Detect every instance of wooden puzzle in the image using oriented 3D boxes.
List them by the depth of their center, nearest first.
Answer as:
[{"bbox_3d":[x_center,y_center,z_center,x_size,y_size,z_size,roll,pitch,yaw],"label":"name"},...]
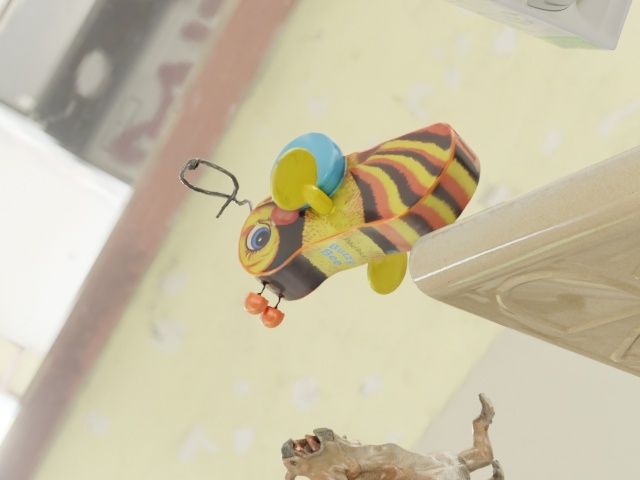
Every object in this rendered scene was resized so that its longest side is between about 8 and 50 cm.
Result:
[{"bbox_3d":[0.296,0.025,1.245,0.322,0.348,0.080,-25,47,50],"label":"wooden puzzle"}]

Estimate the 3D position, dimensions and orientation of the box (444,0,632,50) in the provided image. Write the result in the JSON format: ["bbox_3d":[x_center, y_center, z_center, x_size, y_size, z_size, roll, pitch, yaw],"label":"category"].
[{"bbox_3d":[0.219,-0.354,1.590,0.262,0.231,0.127,-70,19,1],"label":"box"}]

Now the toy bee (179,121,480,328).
[{"bbox_3d":[0.000,0.000,1.382,0.298,0.195,0.162,-26,45,50],"label":"toy bee"}]

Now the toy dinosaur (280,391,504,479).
[{"bbox_3d":[0.108,0.279,1.485,0.200,0.295,0.127,-31,-5,15],"label":"toy dinosaur"}]
